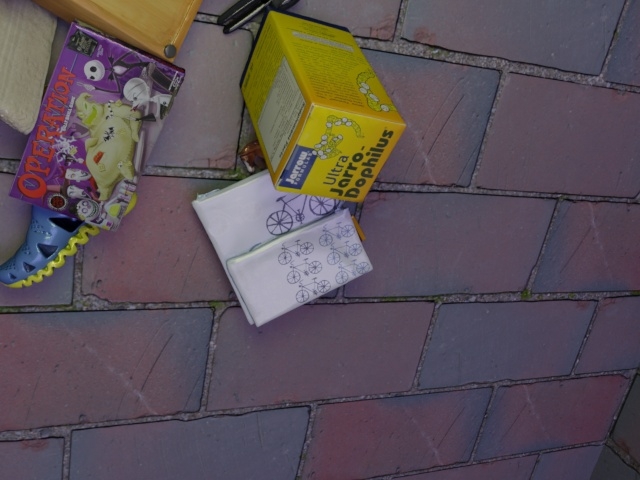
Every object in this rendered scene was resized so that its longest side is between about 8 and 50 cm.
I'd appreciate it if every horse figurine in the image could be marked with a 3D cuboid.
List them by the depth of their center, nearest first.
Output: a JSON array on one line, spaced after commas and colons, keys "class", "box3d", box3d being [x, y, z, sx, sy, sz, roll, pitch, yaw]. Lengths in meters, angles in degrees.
[{"class": "horse figurine", "box3d": [-0.047, -0.207, 1.492, 0.263, 0.066, 0.174, -31, 127, -2]}]

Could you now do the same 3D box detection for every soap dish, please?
[{"class": "soap dish", "box3d": [-0.345, -0.462, 1.161, 0.291, 0.118, 0.229, 27, 88, -38]}]

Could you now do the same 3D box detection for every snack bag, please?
[{"class": "snack bag", "box3d": [-0.079, -0.010, 1.484, 0.323, 0.037, 0.342, -25, 109, -6]}]

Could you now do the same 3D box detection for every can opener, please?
[{"class": "can opener", "box3d": [-0.128, -0.485, 1.325, 0.186, 0.073, 0.059, -27, 131, 0]}]

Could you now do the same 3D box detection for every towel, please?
[{"class": "towel", "box3d": [-0.537, -0.341, 1.086, 0.049, 0.282, 0.187, -7, 158, 24]}]

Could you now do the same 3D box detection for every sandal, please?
[{"class": "sandal", "box3d": [-0.536, -0.036, 1.322, 0.317, 0.126, 0.138, -44, 121, -10]}]

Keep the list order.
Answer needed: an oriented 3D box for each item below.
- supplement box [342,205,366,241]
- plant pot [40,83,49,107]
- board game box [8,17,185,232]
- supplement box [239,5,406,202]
[{"class": "supplement box", "box3d": [0.000, 0.000, 1.591, 0.188, 0.104, 0.081, -34, 122, -6]}, {"class": "plant pot", "box3d": [-0.504, -0.248, 1.252, 0.081, 0.081, 0.083, -20, 131, -15]}, {"class": "board game box", "box3d": [-0.411, -0.198, 1.196, 0.208, 0.056, 0.347, 22, 110, -19]}, {"class": "supplement box", "box3d": [-0.011, -0.270, 1.278, 0.195, 0.356, 0.194, 6, 133, -27]}]
